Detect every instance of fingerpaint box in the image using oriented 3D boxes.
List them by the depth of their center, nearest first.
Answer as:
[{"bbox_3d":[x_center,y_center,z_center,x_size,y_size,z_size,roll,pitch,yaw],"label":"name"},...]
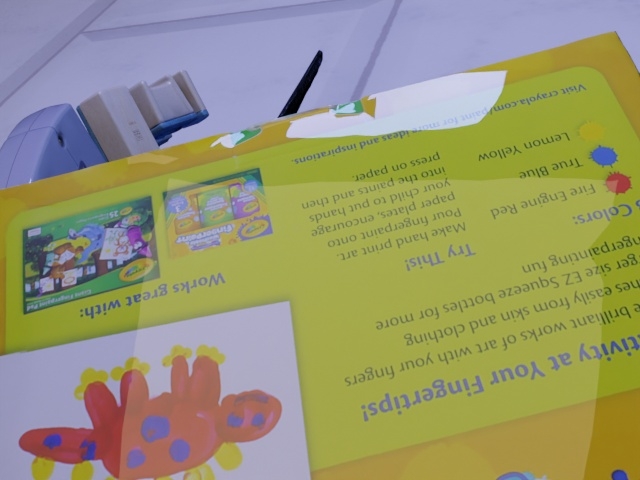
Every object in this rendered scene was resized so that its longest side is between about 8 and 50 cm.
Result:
[{"bbox_3d":[0.030,0.104,0.531,0.444,0.163,0.371,-15,56,1],"label":"fingerpaint box"}]

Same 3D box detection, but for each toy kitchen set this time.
[{"bbox_3d":[-0.239,-0.113,1.067,0.166,0.122,0.207,-24,6,29],"label":"toy kitchen set"}]

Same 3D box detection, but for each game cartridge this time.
[{"bbox_3d":[-0.232,0.022,0.767,0.062,0.198,0.297,-17,44,11],"label":"game cartridge"}]

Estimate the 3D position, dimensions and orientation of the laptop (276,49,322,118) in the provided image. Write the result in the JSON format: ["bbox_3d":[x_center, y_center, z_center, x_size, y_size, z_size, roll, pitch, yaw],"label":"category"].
[{"bbox_3d":[-0.133,-0.091,0.979,0.136,0.264,0.234,28,46,-3],"label":"laptop"}]

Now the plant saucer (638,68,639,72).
[{"bbox_3d":[0.347,-0.088,0.749,0.400,0.101,0.400,-21,25,10],"label":"plant saucer"}]
